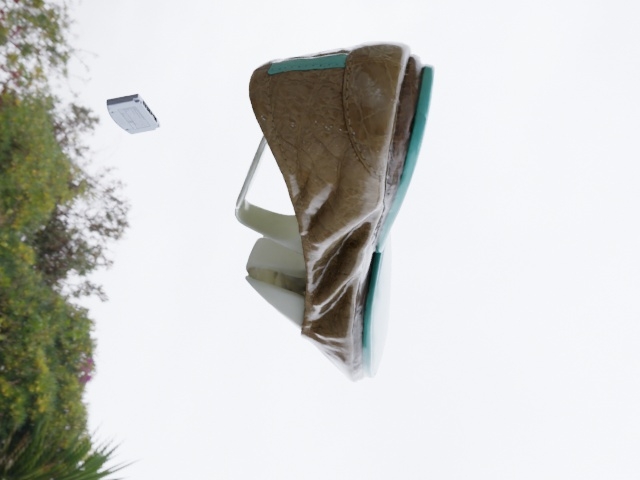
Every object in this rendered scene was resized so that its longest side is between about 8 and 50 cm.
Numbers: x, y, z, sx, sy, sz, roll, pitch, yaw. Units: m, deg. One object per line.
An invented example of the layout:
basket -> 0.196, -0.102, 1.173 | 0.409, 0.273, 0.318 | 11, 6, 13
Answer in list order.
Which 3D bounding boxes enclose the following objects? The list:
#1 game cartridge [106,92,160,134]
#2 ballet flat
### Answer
game cartridge -> -0.275, -0.183, 0.877 | 0.055, 0.083, 0.017 | -13, -111, 3
ballet flat -> 0.000, 0.000, 0.447 | 0.124, 0.342, 0.116 | 11, -122, 8
